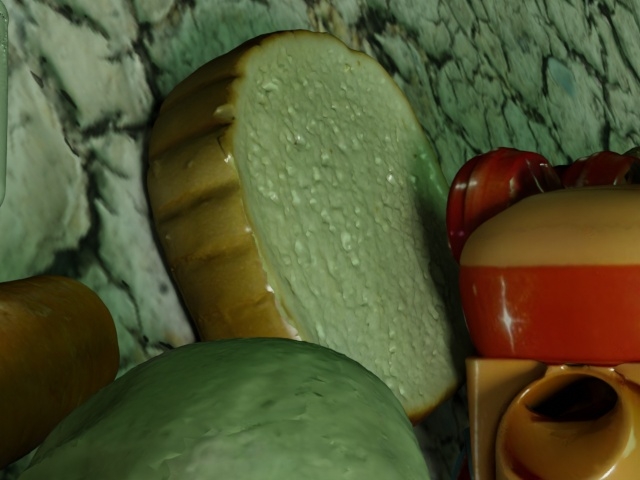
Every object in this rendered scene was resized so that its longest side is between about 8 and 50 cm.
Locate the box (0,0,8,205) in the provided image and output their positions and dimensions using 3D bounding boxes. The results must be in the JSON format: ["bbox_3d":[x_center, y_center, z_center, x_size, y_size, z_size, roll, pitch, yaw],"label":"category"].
[{"bbox_3d":[-0.193,-0.061,0.621,0.172,0.093,0.124,25,52,-47],"label":"box"}]

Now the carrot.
[{"bbox_3d":[-0.148,0.059,0.626,0.193,0.087,0.087,-35,100,-57],"label":"carrot"}]

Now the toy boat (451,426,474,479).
[{"bbox_3d":[0.118,0.189,0.958,0.059,0.069,0.173,-49,115,-78],"label":"toy boat"}]

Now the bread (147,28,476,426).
[{"bbox_3d":[0.000,0.000,0.895,0.236,0.070,0.236,34,45,-41],"label":"bread"}]

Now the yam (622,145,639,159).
[{"bbox_3d":[0.185,0.006,1.164,0.356,0.081,0.081,-32,98,-58],"label":"yam"}]

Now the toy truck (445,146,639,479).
[{"bbox_3d":[0.180,0.066,0.904,0.265,0.189,0.239,-3,92,-55],"label":"toy truck"}]

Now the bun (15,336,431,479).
[{"bbox_3d":[-0.060,0.168,0.573,0.179,0.283,0.283,5,58,-10],"label":"bun"}]
